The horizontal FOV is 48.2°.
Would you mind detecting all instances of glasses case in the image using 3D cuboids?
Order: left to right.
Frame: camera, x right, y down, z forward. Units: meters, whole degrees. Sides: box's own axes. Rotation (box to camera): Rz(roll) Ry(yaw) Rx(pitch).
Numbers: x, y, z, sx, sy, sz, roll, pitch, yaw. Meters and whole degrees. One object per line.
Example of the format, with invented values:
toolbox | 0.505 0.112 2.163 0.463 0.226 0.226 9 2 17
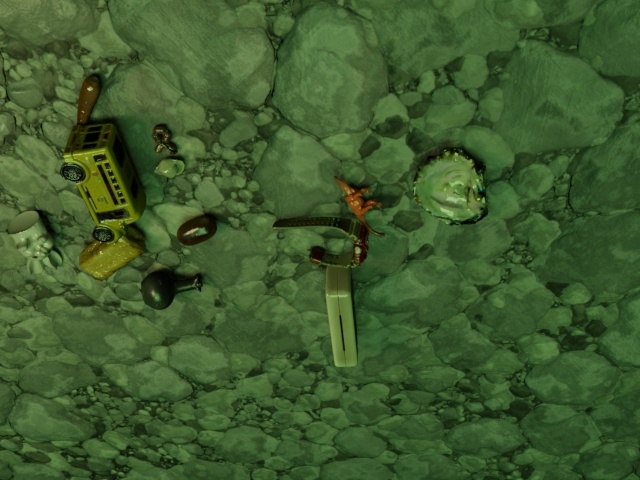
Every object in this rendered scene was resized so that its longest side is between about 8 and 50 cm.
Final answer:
glasses case | 0.068 0.236 2.214 0.076 0.144 0.337 -4 129 5

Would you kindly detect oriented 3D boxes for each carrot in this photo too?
carrot | -0.603 -0.332 1.835 0.048 0.048 0.216 21 133 -14

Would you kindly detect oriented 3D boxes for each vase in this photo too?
vase | -0.453 0.145 2.191 0.182 0.120 0.120 -10 130 -6

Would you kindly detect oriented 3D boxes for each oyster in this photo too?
oyster | 0.366 -0.137 1.922 0.259 0.092 0.198 39 122 -15

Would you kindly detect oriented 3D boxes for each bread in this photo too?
bread | -0.614 0.031 2.113 0.210 0.083 0.114 -29 128 25

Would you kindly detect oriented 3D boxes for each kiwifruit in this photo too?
kiwifruit | -0.356 -0.028 2.058 0.124 0.075 0.075 -25 125 16

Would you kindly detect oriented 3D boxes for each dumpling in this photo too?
dumpling | -0.407 -0.198 1.941 0.052 0.057 0.076 42 98 14

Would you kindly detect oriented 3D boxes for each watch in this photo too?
watch | 0.008 0.004 2.061 0.268 0.102 0.165 0 134 15

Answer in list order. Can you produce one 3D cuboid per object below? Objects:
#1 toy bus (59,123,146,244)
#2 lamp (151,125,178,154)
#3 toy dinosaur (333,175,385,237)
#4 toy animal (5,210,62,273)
toy bus | -0.566 -0.144 1.910 0.151 0.145 0.331 -8 135 4
lamp | -0.414 -0.266 1.887 0.063 0.031 0.083 -2 126 4
toy dinosaur | 0.119 -0.095 1.987 0.101 0.055 0.280 -6 134 44
toy animal | -0.827 0.034 2.103 0.103 0.130 0.221 -34 135 -24
